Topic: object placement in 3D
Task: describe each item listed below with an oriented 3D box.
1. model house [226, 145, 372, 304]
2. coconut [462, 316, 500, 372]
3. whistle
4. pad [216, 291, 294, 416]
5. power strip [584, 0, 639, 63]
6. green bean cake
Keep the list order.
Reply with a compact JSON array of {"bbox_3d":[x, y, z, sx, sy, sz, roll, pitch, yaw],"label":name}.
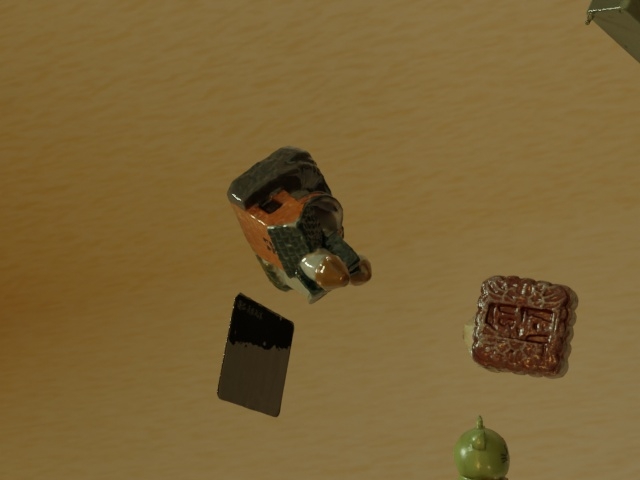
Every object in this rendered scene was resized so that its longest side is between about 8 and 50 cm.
[{"bbox_3d":[0.000,0.000,1.830,0.301,0.190,0.271,36,154,52],"label":"model house"},{"bbox_3d":[0.310,0.178,1.730,0.124,0.110,0.110,-149,43,-71],"label":"coconut"},{"bbox_3d":[0.305,0.471,1.834,0.131,0.106,0.288,30,-124,-79],"label":"whistle"},{"bbox_3d":[-0.066,0.126,1.063,0.157,0.003,0.112,38,-121,-62],"label":"pad"},{"bbox_3d":[0.555,-0.334,1.629,0.216,0.145,0.061,29,-100,-30],"label":"power strip"},{"bbox_3d":[0.282,0.119,1.372,0.056,0.135,0.135,27,-109,-62],"label":"green bean cake"}]
